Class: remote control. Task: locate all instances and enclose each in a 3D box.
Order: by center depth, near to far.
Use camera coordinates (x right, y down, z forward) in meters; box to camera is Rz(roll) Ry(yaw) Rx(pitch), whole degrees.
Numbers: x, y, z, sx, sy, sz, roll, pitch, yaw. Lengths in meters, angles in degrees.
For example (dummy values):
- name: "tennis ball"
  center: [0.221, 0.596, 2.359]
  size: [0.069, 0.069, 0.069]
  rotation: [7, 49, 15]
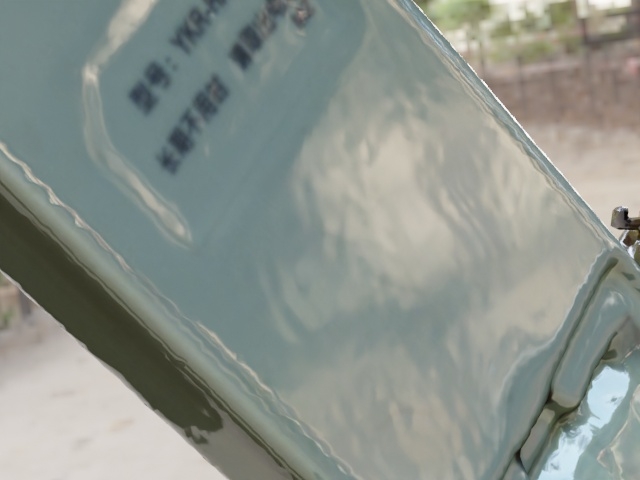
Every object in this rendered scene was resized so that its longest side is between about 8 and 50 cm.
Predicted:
- name: "remote control"
  center: [0.000, 0.000, 0.454]
  size: [0.038, 0.285, 0.123]
  rotation: [-17, 35, 48]

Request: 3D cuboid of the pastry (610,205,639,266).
- name: "pastry"
  center: [0.184, 0.078, 0.663]
  size: [0.193, 0.274, 0.275]
  rotation: [-12, 7, -33]
